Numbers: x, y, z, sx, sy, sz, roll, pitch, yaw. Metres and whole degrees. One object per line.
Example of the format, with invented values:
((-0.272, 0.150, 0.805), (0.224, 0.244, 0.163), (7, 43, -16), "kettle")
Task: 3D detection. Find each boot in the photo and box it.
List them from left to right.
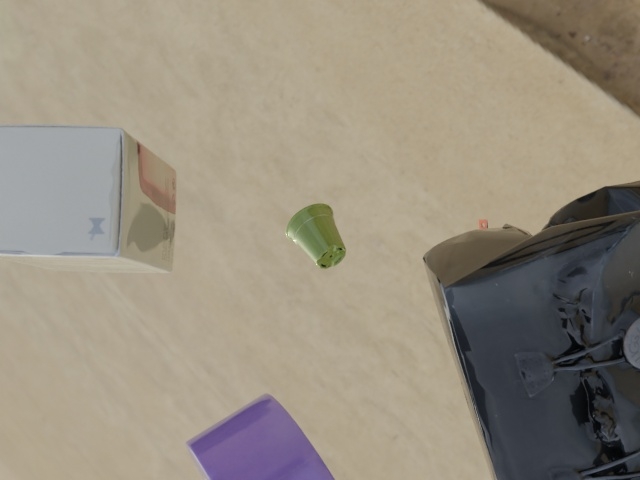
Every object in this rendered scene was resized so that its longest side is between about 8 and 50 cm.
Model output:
((0.301, 0.162, 0.724), (0.146, 0.366, 0.445), (180, 70, -74), "boot")

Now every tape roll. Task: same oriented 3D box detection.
((-0.030, 0.225, 0.795), (0.189, 0.080, 0.189), (55, 165, 22), "tape roll")

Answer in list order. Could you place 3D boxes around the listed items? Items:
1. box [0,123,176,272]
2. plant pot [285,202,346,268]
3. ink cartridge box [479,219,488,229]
((-0.248, -0.036, 1.026), (0.148, 0.127, 0.232), (1, 174, 4), "box")
((0.000, 0.000, 1.503), (0.079, 0.083, 0.083), (58, 158, 34), "plant pot")
((0.256, 0.023, 1.602), (0.063, 0.029, 0.115), (-165, 74, -87), "ink cartridge box")
